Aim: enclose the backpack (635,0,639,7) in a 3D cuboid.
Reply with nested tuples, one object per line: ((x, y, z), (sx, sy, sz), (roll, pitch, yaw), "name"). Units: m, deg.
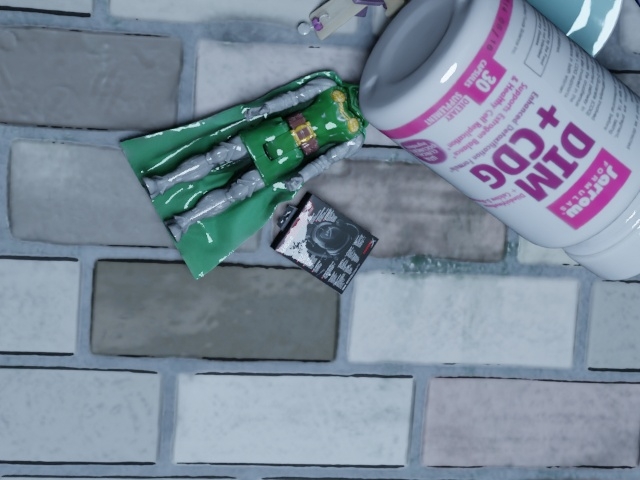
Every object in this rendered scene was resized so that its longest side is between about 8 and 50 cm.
((0.359, -0.212, 1.186), (0.117, 0.158, 0.173), (-40, 95, -4), "backpack")

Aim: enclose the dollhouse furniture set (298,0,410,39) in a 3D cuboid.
((0.008, -0.238, 1.187), (0.081, 0.091, 0.114), (-31, 77, 35), "dollhouse furniture set")

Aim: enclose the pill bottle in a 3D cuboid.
((0.185, -0.093, 1.152), (0.283, 0.160, 0.160), (34, 90, -23), "pill bottle")

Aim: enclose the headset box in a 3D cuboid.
((0.000, 0.000, 1.205), (0.083, 0.032, 0.062), (33, 90, -12), "headset box")

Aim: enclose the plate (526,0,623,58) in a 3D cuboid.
((0.179, -0.222, 1.198), (0.188, 0.024, 0.188), (-3, 113, -8), "plate")

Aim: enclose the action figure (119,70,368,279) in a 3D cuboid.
((-0.041, -0.081, 1.175), (0.232, 0.063, 0.137), (-30, 99, -9), "action figure")
